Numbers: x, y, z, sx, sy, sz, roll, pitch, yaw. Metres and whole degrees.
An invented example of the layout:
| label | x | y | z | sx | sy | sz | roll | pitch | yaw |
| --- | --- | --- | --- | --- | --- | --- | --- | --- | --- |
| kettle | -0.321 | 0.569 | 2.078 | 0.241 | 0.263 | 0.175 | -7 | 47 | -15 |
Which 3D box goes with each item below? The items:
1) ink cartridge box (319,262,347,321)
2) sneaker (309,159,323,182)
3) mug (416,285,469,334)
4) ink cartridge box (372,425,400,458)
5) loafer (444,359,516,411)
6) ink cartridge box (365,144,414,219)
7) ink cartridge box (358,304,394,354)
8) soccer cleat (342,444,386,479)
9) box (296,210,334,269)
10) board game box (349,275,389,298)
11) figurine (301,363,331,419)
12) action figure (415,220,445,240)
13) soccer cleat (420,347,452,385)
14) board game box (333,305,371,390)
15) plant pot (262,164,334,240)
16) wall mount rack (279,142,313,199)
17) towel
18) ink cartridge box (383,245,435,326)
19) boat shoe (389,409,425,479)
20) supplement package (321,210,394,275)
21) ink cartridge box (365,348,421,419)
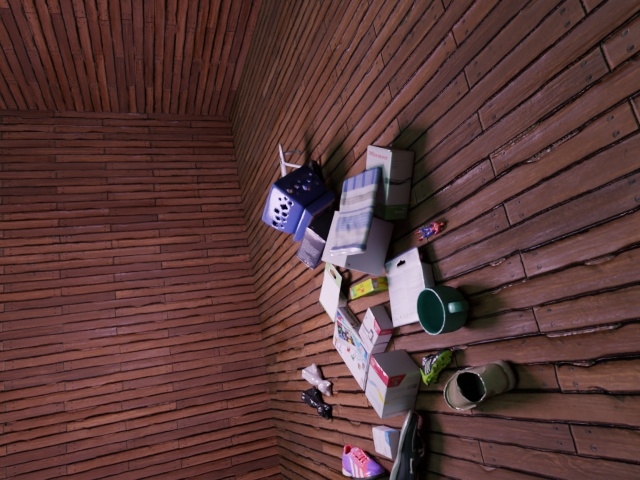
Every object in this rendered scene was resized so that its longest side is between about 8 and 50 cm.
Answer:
| label | x | y | z | sx | sy | sz | roll | pitch | yaw |
| --- | --- | --- | --- | --- | --- | --- | --- | --- | --- |
| ink cartridge box | 0.063 | 0.218 | 2.014 | 0.171 | 0.056 | 0.235 | -128 | 42 | -53 |
| sneaker | -0.014 | -0.284 | 2.113 | 0.089 | 0.051 | 0.170 | -137 | 41 | -64 |
| mug | 0.346 | 0.194 | 1.243 | 0.158 | 0.097 | 0.129 | -140 | 50 | -60 |
| ink cartridge box | 0.245 | 0.735 | 1.665 | 0.122 | 0.052 | 0.088 | 150 | 114 | -65 |
| loafer | 0.388 | 0.378 | 1.182 | 0.268 | 0.092 | 0.101 | 116 | 143 | -52 |
| ink cartridge box | 0.219 | -0.194 | 1.490 | 0.160 | 0.093 | 0.219 | -141 | 50 | -60 |
| ink cartridge box | 0.204 | 0.330 | 1.671 | 0.109 | 0.063 | 0.150 | -117 | 31 | -43 |
| soccer cleat | 0.163 | 0.899 | 1.838 | 0.318 | 0.109 | 0.116 | 131 | 134 | -64 |
| box | 0.000 | 0.000 | 1.957 | 0.108 | 0.153 | 0.207 | 39 | 142 | 13 |
| board game box | 0.186 | 0.171 | 1.645 | 0.181 | 0.092 | 0.043 | 140 | 122 | -64 |
| figurine | -0.008 | 0.755 | 2.275 | 0.209 | 0.092 | 0.214 | 24 | 116 | 57 |
| action figure | 0.327 | -0.032 | 1.342 | 0.115 | 0.030 | 0.038 | -36 | 66 | 59 |
| soccer cleat | 0.337 | 0.363 | 1.355 | 0.178 | 0.060 | 0.072 | 103 | 154 | -43 |
| board game box | 0.140 | 0.434 | 1.865 | 0.305 | 0.053 | 0.192 | -130 | 40 | -55 |
| plant pot | -0.085 | -0.150 | 1.974 | 0.212 | 0.236 | 0.236 | 39 | 137 | 13 |
| wall mount rack | -0.113 | -0.288 | 2.178 | 0.304 | 0.131 | 0.349 | -111 | 13 | -60 |
| towel | 0.111 | -0.088 | 1.485 | 0.209 | 0.034 | 0.284 | -9 | 67 | 64 |
| ink cartridge box | 0.286 | 0.152 | 1.451 | 0.223 | 0.045 | 0.223 | 141 | 125 | -64 |
| boat shoe | 0.297 | 0.687 | 1.483 | 0.114 | 0.091 | 0.302 | -44 | -37 | -58 |
| supplement package | 0.129 | 0.008 | 1.618 | 0.203 | 0.149 | 0.194 | 13 | 88 | 68 |
| ink cartridge box | 0.240 | 0.478 | 1.522 | 0.127 | 0.128 | 0.176 | -133 | 44 | -58 |
